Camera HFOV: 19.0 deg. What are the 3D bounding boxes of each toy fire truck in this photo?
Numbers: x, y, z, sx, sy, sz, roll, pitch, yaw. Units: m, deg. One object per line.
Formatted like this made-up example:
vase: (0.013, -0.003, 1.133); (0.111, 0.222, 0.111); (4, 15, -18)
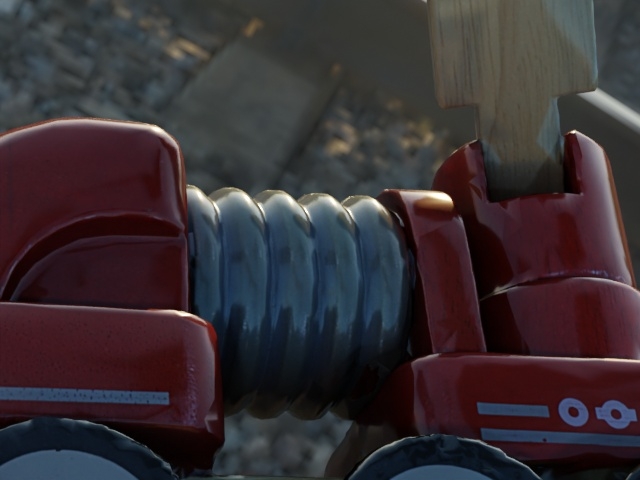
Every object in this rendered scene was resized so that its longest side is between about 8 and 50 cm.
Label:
toy fire truck: (0.000, 0.000, 0.456); (0.217, 0.158, 0.246); (4, 58, -16)
